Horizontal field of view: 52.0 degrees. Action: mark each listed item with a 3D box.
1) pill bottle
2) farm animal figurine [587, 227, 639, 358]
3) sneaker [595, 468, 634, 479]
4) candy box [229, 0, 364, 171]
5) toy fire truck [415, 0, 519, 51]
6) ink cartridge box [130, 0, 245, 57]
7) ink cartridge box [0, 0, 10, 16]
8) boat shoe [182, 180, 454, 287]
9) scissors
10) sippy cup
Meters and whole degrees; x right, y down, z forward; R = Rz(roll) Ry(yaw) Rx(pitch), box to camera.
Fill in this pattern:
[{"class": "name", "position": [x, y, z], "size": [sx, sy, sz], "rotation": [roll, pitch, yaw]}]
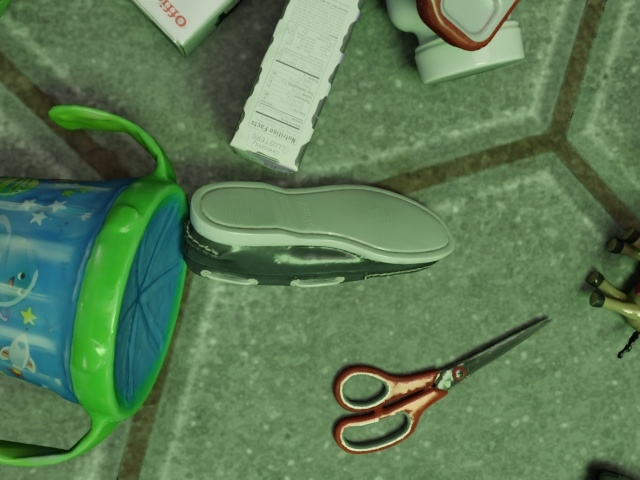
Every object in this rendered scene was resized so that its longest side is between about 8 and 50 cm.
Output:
[{"class": "pill bottle", "position": [0.133, -0.311, 0.685], "size": [0.152, 0.152, 0.272], "rotation": [-15, 97, -6]}, {"class": "farm animal figurine", "position": [0.481, -0.035, 0.732], "size": [0.172, 0.330, 0.327], "rotation": [26, 63, -7]}, {"class": "sneaker", "position": [0.330, 0.411, 0.822], "size": [0.106, 0.101, 0.267], "rotation": [34, 91, 12]}, {"class": "candy box", "position": [-0.025, -0.169, 0.669], "size": [0.070, 0.165, 0.196], "rotation": [21, 93, -8]}, {"class": "toy fire truck", "position": [0.131, -0.348, 0.539], "size": [0.254, 0.169, 0.302], "rotation": [32, 98, -27]}, {"class": "ink cartridge box", "position": [-0.128, -0.302, 0.688], "size": [0.175, 0.072, 0.127], "rotation": [-44, 100, -2]}, {"class": "ink cartridge box", "position": [-0.316, -0.334, 0.616], "size": [0.092, 0.160, 0.219], "rotation": [31, 89, -10]}, {"class": "boat shoe", "position": [0.000, 0.000, 0.728], "size": [0.302, 0.114, 0.091], "rotation": [8, 134, -17]}, {"class": "scissors", "position": [0.154, 0.178, 0.802], "size": [0.297, 0.021, 0.109], "rotation": [-14, 94, -8]}, {"class": "sippy cup", "position": [-0.267, 0.036, 0.636], "size": [0.224, 0.305, 0.240], "rotation": [12, 135, 1]}]
